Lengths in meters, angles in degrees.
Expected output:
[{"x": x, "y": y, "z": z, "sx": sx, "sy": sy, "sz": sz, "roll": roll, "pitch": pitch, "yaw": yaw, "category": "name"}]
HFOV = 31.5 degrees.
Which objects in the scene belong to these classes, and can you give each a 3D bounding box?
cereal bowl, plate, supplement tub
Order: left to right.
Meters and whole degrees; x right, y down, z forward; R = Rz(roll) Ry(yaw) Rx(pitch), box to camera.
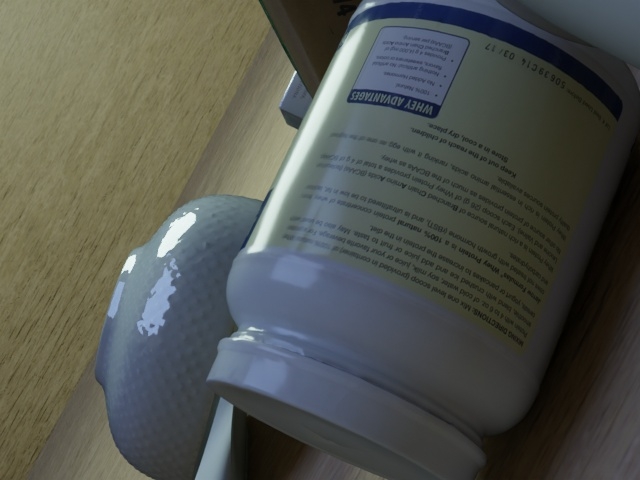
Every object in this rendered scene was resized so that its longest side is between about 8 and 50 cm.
[{"x": -0.166, "y": 0.102, "z": 1.302, "sx": 0.339, "sy": 0.141, "sz": 0.338, "roll": -164, "pitch": 90, "yaw": -89, "category": "cereal bowl"}, {"x": -0.158, "y": 0.332, "z": 1.394, "sx": 0.277, "sy": 0.045, "sz": 0.278, "roll": -57, "pitch": 15, "yaw": 18, "category": "plate"}, {"x": 0.075, "y": -0.001, "z": 0.831, "sx": 0.324, "sy": 0.235, "sz": 0.235, "roll": -65, "pitch": 15, "yaw": -15, "category": "supplement tub"}]

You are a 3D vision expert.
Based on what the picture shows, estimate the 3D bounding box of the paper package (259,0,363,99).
[{"x": 0.079, "y": -0.290, "z": 1.014, "sx": 0.310, "sy": 0.324, "sz": 0.168, "roll": -27, "pitch": 21, "yaw": 5, "category": "paper package"}]

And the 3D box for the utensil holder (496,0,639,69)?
[{"x": 0.234, "y": -0.212, "z": 0.523, "sx": 0.327, "sy": 0.328, "sz": 0.385, "roll": -58, "pitch": 18, "yaw": 15, "category": "utensil holder"}]

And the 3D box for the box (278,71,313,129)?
[{"x": 0.076, "y": -0.172, "z": 1.211, "sx": 0.181, "sy": 0.182, "sz": 0.119, "roll": -63, "pitch": -3, "yaw": -1, "category": "box"}]
